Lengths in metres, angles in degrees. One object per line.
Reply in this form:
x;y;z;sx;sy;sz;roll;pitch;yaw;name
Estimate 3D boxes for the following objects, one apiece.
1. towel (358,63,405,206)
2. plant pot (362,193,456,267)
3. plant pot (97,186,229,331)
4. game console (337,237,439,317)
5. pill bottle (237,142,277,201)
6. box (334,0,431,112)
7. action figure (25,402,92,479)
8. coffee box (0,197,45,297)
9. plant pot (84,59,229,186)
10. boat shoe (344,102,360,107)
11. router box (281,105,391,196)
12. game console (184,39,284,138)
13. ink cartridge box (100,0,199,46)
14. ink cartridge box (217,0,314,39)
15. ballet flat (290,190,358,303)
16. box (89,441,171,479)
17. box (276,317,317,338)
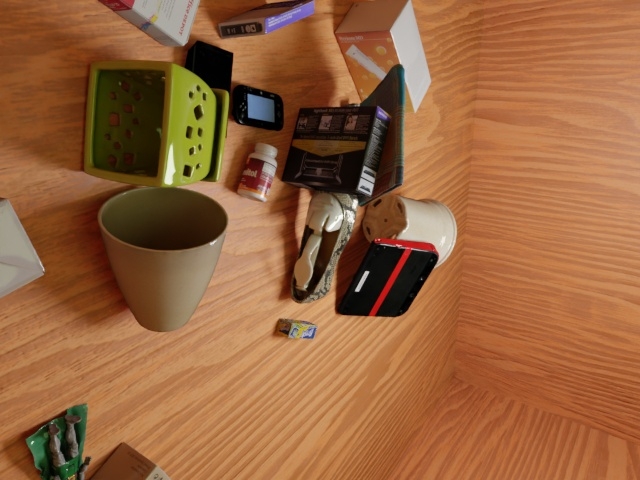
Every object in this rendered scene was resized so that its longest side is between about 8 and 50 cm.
0.180;-0.311;1.448;0.040;0.271;0.371;8;77;-19;towel
0.350;-0.054;1.997;0.305;0.333;0.334;16;87;-45;plant pot
-0.343;0.061;1.045;0.256;0.256;0.274;-30;142;-48;plant pot
0.276;0.160;1.919;0.341;0.060;0.387;8;123;-26;game console
-0.172;-0.191;1.329;0.086;0.086;0.152;25;79;-57;pill bottle
0.229;-0.636;1.658;0.168;0.214;0.345;-61;144;-22;box
-0.550;0.490;1.025;0.137;0.063;0.233;-23;123;-55;action figure
-0.544;0.014;0.645;0.168;0.297;0.119;-39;128;-42;coffee box
-0.322;-0.229;0.974;0.207;0.228;0.227;-9;109;-63;plant pot
0.115;-0.381;1.711;0.070;0.077;0.220;-28;116;-50;boat shoe
0.039;-0.269;1.413;0.081;0.308;0.243;16;88;-49;router box
-0.212;-0.372;1.244;0.361;0.043;0.213;-8;108;-56;game console
-0.346;-0.500;0.969;0.175;0.072;0.128;23;82;-57;ink cartridge box
-0.113;-0.556;1.177;0.206;0.208;0.045;-45;133;-39;ink cartridge box
0.000;0.000;1.524;0.182;0.163;0.483;-26;136;-59;ballet flat
-0.498;0.648;1.079;0.311;0.147;0.121;-51;138;-36;box
-0.080;0.312;1.668;0.168;0.059;0.054;20;86;-57;box
